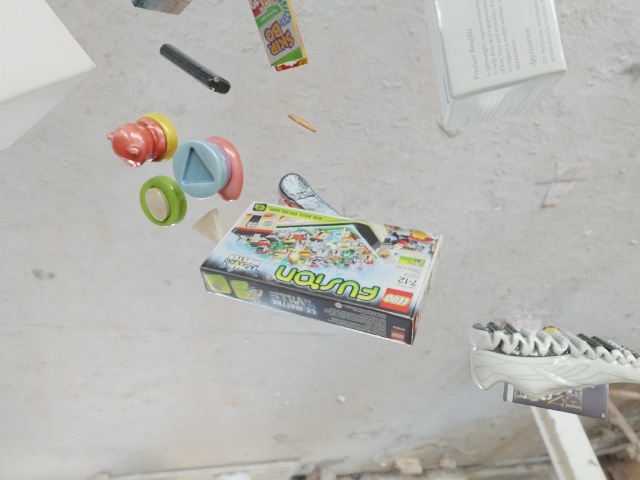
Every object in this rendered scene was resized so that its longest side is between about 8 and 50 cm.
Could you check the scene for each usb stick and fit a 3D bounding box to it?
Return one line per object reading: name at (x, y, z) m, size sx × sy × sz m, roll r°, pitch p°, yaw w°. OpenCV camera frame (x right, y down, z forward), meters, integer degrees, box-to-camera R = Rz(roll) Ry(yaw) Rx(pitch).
usb stick at (-0.354, -0.482, 1.396) m, size 0.077 × 0.278 × 0.045 m, roll 1°, pitch 122°, yaw -54°

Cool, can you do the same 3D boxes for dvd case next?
dvd case at (0.554, 0.316, 1.177) m, size 0.221 × 0.165 × 0.018 m, roll 4°, pitch 167°, yaw 25°

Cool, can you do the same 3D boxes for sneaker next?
sneaker at (0.401, 0.215, 0.849) m, size 0.291 × 0.119 × 0.110 m, roll 5°, pitch -179°, yaw 15°
sneaker at (-0.013, -0.046, 1.286) m, size 0.090 × 0.270 × 0.145 m, roll -39°, pitch 177°, yaw -14°

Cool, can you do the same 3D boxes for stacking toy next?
stacking toy at (-0.347, -0.129, 1.158) m, size 0.308 × 0.130 × 0.280 m, roll 19°, pitch 115°, yaw 17°

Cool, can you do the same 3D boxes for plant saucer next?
plant saucer at (-0.045, -0.298, 1.259) m, size 0.083 × 0.083 × 0.013 m, roll 21°, pitch 106°, yaw -33°

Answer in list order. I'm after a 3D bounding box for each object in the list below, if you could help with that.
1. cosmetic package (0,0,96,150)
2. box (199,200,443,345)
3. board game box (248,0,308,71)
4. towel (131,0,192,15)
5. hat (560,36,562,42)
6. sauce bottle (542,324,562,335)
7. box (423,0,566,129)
cosmetic package at (-0.337, -0.106, 0.288) m, size 0.155 × 0.366 × 0.197 m, roll -26°, pitch 113°, yaw 25°
box at (0.003, 0.023, 0.481) m, size 0.206 × 0.114 × 0.036 m, roll 11°, pitch 133°, yaw 19°
board game box at (-0.130, -0.652, 1.522) m, size 0.124 × 0.039 × 0.260 m, roll -4°, pitch 124°, yaw 27°
towel at (-0.304, -0.725, 1.273) m, size 0.370 × 0.271 × 0.040 m, roll -37°, pitch 100°, yaw 18°
hat at (0.424, -0.463, 1.235) m, size 0.134 × 0.331 × 0.331 m, roll -41°, pitch 139°, yaw -4°
sauce bottle at (0.454, 0.227, 0.985) m, size 0.042 × 0.128 × 0.042 m, roll 16°, pitch 136°, yaw 16°
box at (0.193, -0.245, 0.591) m, size 0.118 × 0.181 × 0.182 m, roll -10°, pitch 179°, yaw 12°
